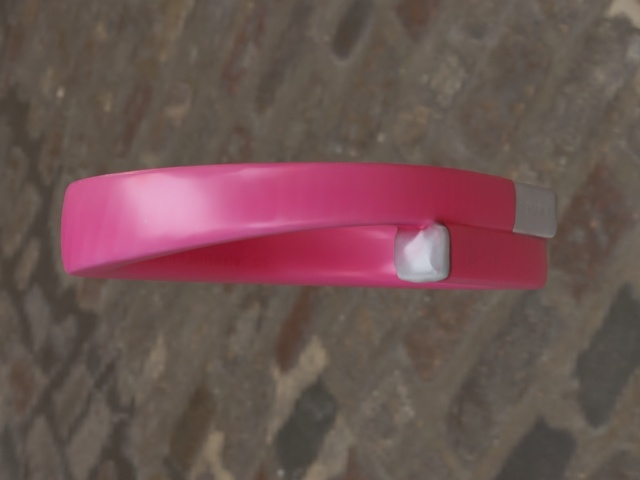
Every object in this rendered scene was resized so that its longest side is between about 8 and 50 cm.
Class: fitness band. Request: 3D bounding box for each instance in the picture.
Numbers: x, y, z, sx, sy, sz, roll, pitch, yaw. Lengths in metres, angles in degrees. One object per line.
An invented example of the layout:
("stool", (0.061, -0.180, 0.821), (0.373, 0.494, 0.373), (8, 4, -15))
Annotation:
("fitness band", (0.000, 0.000, 0.785), (0.209, 0.291, 0.054), (-3, 85, 28))
